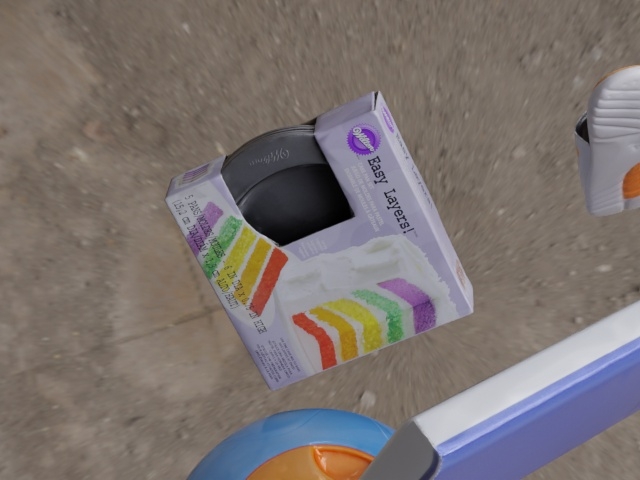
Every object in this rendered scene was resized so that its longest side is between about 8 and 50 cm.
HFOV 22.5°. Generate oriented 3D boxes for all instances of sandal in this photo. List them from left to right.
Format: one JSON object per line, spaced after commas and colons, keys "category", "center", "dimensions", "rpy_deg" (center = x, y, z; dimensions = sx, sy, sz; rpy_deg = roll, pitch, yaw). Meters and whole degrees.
{"category": "sandal", "center": [0.290, -0.110, 1.519], "dimensions": [0.102, 0.265, 0.076], "rpy_deg": [-15, 62, 3]}

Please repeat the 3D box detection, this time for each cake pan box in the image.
{"category": "cake pan box", "center": [0.000, 0.000, 1.685], "dimensions": [0.246, 0.070, 0.266], "rpy_deg": [-22, 112, 11]}

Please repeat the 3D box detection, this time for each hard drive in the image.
{"category": "hard drive", "center": [0.158, 0.126, 1.163], "dimensions": [0.319, 0.210, 0.040], "rpy_deg": [-23, 68, -32]}

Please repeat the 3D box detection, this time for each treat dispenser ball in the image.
{"category": "treat dispenser ball", "center": [-0.003, 0.296, 1.463], "dimensions": [0.288, 0.288, 0.288], "rpy_deg": [0, 87, 3]}
